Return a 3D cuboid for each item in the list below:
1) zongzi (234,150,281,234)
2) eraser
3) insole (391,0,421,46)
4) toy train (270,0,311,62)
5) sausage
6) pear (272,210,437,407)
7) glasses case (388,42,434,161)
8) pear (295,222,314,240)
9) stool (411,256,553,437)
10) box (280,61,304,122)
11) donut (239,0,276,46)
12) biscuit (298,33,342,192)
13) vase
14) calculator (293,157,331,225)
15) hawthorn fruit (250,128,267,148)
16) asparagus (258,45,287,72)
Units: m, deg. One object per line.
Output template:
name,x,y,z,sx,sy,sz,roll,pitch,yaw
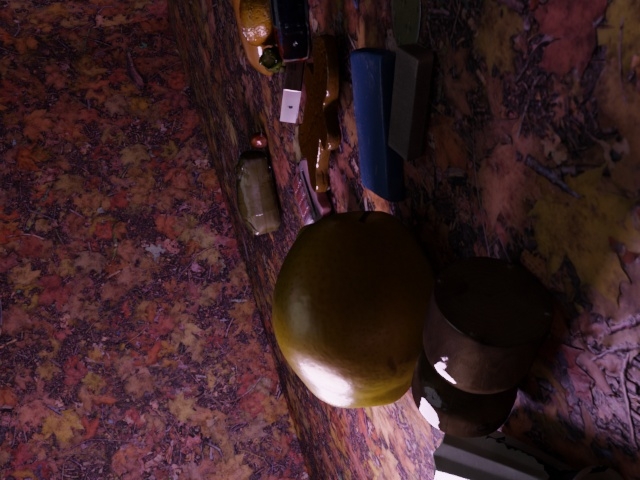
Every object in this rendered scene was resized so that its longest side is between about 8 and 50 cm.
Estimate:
zongzi,-0.272,-0.211,2.333,0.360,0.160,0.322,-138,42,-72
eraser,0.120,-0.245,1.220,0.144,0.043,0.311,-135,33,-59
insole,0.150,-0.472,0.991,0.109,0.007,0.322,-126,26,-48
toy train,-0.089,-0.663,1.443,0.089,0.086,0.409,-130,29,-55
sausage,-0.200,-0.663,1.762,0.134,0.116,0.353,43,150,42
pear,0.073,0.142,1.179,0.362,0.363,0.417,-138,42,-61
glasses case,0.168,-0.252,1.057,0.070,0.047,0.204,52,152,42
pear,0.000,0.000,1.702,0.104,0.141,0.141,-63,21,-1
stool,0.253,0.178,0.938,0.264,0.179,0.179,91,157,-43
box,-0.079,-0.422,1.603,0.129,0.051,0.130,107,170,-60
donut,-0.144,-0.613,1.557,0.190,0.075,0.174,9,-95,-69
biscuit,0.013,-0.323,1.454,0.431,0.064,0.282,101,159,-53
vase,0.332,0.402,0.955,0.360,0.165,0.164,-31,75,68
calculator,-0.034,-0.139,1.806,0.330,0.048,0.219,141,111,-74
hawthorn fruit,-0.230,-0.394,2.179,0.066,0.067,0.103,66,149,26
asparagus,-0.131,-0.513,1.625,0.287,0.080,0.080,-63,-38,-76
